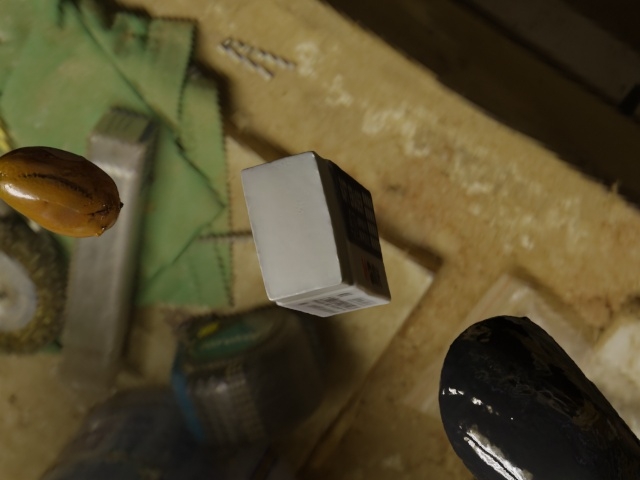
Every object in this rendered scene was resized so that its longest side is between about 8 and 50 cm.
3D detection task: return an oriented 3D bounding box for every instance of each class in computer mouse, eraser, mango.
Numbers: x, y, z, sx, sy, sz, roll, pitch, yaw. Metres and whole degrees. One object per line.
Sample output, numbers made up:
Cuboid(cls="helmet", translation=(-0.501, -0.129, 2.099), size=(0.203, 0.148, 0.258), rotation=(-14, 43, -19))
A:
Cuboid(cls="computer mouse", translation=(0.216, 0.189, 1.411), size=(0.147, 0.088, 0.264), rotation=(-42, 100, -15))
Cuboid(cls="eraser", translation=(0.000, 0.000, 1.468), size=(0.081, 0.279, 0.124), rotation=(-13, 82, 10))
Cuboid(cls="mango", translation=(-0.228, -0.040, 1.349), size=(0.127, 0.063, 0.077), rotation=(27, 128, -35))
